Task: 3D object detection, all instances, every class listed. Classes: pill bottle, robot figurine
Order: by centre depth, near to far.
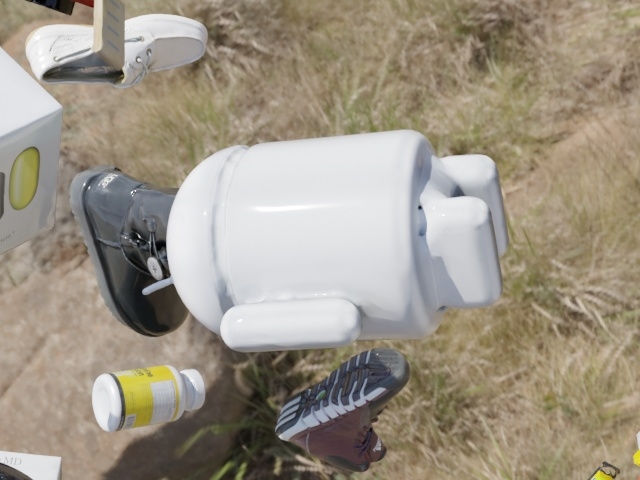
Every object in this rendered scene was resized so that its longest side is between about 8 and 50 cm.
[{"bbox_3d":[0.000,0.000,0.944,0.353,0.200,0.300,-3,32,19],"label":"robot figurine"},{"bbox_3d":[-0.304,0.278,1.718,0.103,0.184,0.103,6,98,53],"label":"pill bottle"}]

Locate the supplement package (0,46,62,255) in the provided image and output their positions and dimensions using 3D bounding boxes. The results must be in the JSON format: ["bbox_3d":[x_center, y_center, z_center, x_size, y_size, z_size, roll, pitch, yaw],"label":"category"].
[{"bbox_3d":[-0.401,-0.080,1.031,0.149,0.203,0.194,42,52,16],"label":"supplement package"}]

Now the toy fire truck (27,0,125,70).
[{"bbox_3d":[-0.330,-0.321,1.172,0.246,0.217,0.158,26,100,40],"label":"toy fire truck"}]

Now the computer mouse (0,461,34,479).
[{"bbox_3d":[-0.428,0.371,1.349,0.072,0.272,0.188,-34,39,-5],"label":"computer mouse"}]

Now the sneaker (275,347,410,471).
[{"bbox_3d":[0.073,0.276,1.509,0.281,0.162,0.106,-33,23,39],"label":"sneaker"}]

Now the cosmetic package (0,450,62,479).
[{"bbox_3d":[-0.617,0.592,1.785,0.217,0.156,0.385,7,49,-10],"label":"cosmetic package"}]

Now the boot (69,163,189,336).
[{"bbox_3d":[-0.179,0.070,1.546,0.445,0.367,0.146,14,51,36],"label":"boot"}]

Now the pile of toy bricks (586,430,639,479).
[{"bbox_3d":[0.261,0.240,0.754,0.212,0.118,0.105,-61,4,29],"label":"pile of toy bricks"}]

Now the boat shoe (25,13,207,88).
[{"bbox_3d":[-0.298,-0.273,1.458,0.277,0.098,0.096,-11,55,-18],"label":"boat shoe"}]
